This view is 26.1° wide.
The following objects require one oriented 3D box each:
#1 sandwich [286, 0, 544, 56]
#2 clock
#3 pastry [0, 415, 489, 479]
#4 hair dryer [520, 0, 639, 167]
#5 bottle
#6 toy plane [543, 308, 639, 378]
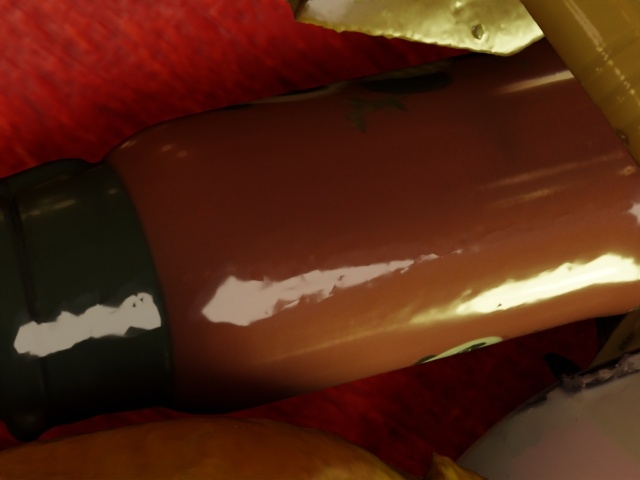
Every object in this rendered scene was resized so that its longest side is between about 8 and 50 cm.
[{"bbox_3d":[0.087,-0.153,0.616,0.244,0.090,0.088,-37,126,-6],"label":"sandwich"},{"bbox_3d":[0.205,0.164,0.818,0.338,0.102,0.338,-20,150,-12],"label":"clock"},{"bbox_3d":[-0.066,0.182,0.625,0.356,0.164,0.356,0,161,0],"label":"pastry"},{"bbox_3d":[0.053,-0.136,0.514,0.135,0.279,0.090,-32,171,-7],"label":"hair dryer"},{"bbox_3d":[0.000,0.000,0.629,0.336,0.144,0.144,-14,125,-20],"label":"bottle"},{"bbox_3d":[0.190,0.047,0.812,0.262,0.088,0.192,-36,125,9],"label":"toy plane"}]
